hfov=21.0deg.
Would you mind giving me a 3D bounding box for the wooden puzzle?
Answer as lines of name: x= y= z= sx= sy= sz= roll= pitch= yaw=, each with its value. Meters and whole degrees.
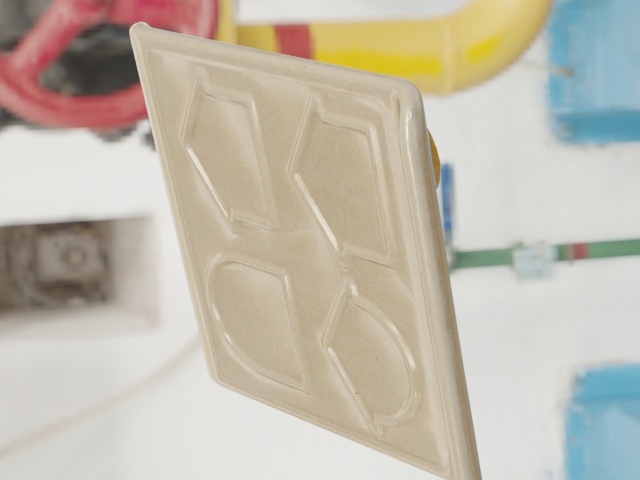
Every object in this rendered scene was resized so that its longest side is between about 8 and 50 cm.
wooden puzzle: x=0.000 y=0.000 z=1.310 sx=0.348 sy=0.080 sz=0.322 roll=21 pitch=130 yaw=48
